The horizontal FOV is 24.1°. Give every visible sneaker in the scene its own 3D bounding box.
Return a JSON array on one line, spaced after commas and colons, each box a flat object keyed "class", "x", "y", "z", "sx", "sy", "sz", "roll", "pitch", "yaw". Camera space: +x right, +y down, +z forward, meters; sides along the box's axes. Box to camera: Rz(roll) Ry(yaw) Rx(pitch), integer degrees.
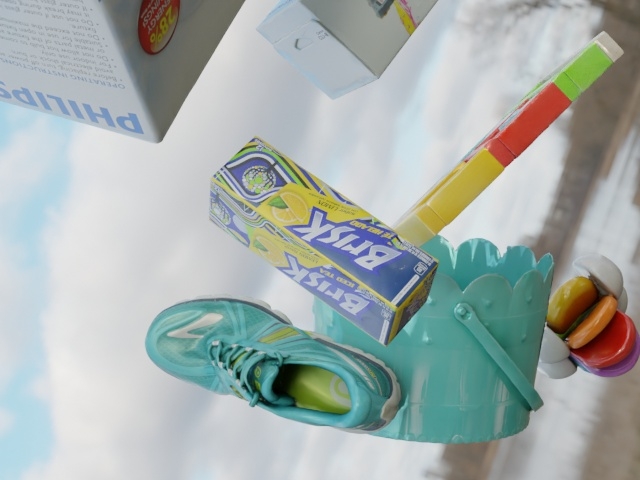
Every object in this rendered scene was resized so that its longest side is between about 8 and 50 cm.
[{"class": "sneaker", "x": -0.054, "y": 0.121, "z": 1.482, "sx": 0.110, "sy": 0.275, "sz": 0.107, "roll": -2, "pitch": -75, "yaw": -69}]

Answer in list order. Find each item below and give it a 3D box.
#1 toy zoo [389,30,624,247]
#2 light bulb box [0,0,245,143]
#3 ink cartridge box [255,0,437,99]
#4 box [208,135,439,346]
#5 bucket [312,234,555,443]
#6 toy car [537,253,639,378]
[{"class": "toy zoo", "x": 0.151, "y": -0.072, "z": 1.428, "sx": 0.293, "sy": 0.030, "sz": 0.192, "roll": -44, "pitch": 1, "yaw": -10}, {"class": "light bulb box", "x": -0.188, "y": -0.340, "z": 1.251, "sx": 0.358, "sy": 0.225, "sz": 0.361, "roll": -62, "pitch": -25, "yaw": -26}, {"class": "ink cartridge box", "x": 0.041, "y": -0.269, "z": 1.686, "sx": 0.176, "sy": 0.127, "sz": 0.128, "roll": -53, "pitch": 15, "yaw": -21}, {"class": "box", "x": 0.000, "y": 0.000, "z": 1.083, "sx": 0.054, "sy": 0.169, "sz": 0.059, "roll": -47, "pitch": -17, "yaw": -29}, {"class": "bucket", "x": 0.116, "y": 0.098, "z": 1.612, "sx": 0.281, "sy": 0.281, "sz": 0.183, "roll": -35, "pitch": -51, "yaw": -75}, {"class": "toy car", "x": 0.358, "y": 0.119, "z": 1.972, "sx": 0.159, "sy": 0.136, "sz": 0.182, "roll": -49, "pitch": -25, "yaw": -6}]
